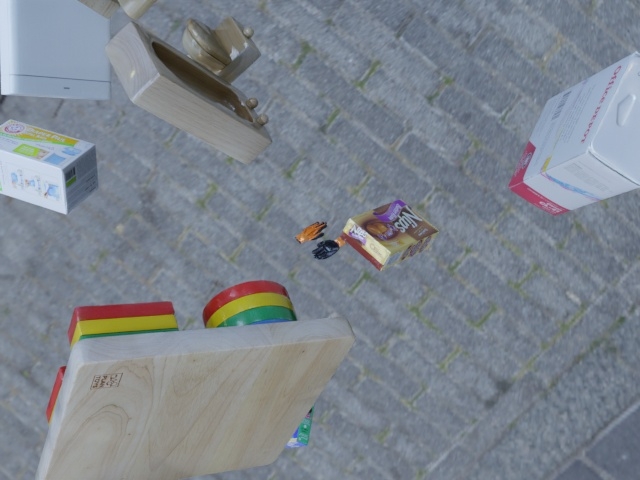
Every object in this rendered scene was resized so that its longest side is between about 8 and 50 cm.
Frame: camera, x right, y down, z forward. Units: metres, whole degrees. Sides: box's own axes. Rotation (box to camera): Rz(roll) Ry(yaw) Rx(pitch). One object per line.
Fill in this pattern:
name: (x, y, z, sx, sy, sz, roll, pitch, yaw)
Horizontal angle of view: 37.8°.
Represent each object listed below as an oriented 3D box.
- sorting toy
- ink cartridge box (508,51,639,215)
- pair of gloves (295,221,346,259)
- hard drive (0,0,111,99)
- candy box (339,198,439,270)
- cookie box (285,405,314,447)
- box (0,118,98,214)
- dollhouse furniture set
sorting toy: (-0.134, 0.138, 0.906, 0.255, 0.089, 0.257, -2, 142, -27)
ink cartridge box: (0.513, -0.190, 1.769, 0.131, 0.306, 0.226, 31, 76, -11)
pair of gloves: (0.000, 0.000, 1.832, 0.083, 0.074, 0.010, 46, 155, 26)
hard drive: (-0.479, -0.439, 1.700, 0.047, 0.233, 0.353, 4, 97, 34)
candy box: (0.136, -0.013, 1.803, 0.109, 0.186, 0.053, 41, 125, 21)
cookie box: (-0.062, 0.427, 2.193, 0.040, 0.107, 0.091, 27, 151, -33)
box: (-0.546, -0.144, 1.801, 0.203, 0.114, 0.103, 17, 127, 16)
dollhouse furniture set: (-0.073, -0.161, 0.585, 0.123, 0.144, 0.151, -40, 58, 16)
